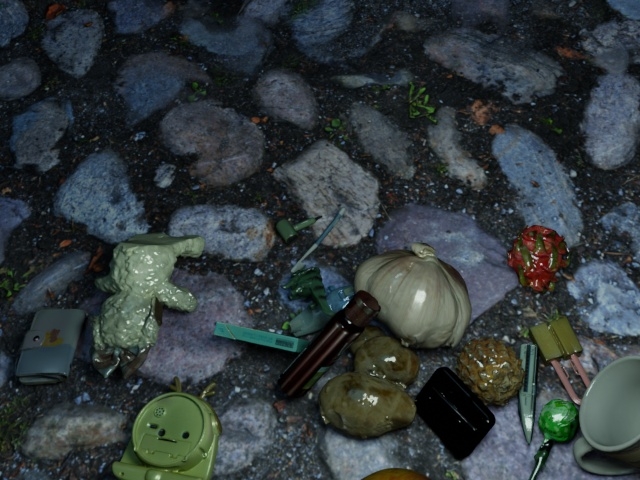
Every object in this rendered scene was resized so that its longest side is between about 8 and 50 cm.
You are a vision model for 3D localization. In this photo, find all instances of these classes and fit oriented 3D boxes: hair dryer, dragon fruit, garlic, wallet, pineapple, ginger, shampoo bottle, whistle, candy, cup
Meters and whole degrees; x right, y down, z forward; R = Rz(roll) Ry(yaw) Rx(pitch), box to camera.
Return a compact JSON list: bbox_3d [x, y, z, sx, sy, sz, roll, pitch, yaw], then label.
[{"bbox_3d":[-0.056,-0.045,2.139,0.150,0.047,0.071,-23,55,-21],"label":"hair dryer"},{"bbox_3d":[0.590,0.054,1.896,0.160,0.166,0.172,14,78,37],"label":"dragon fruit"},{"bbox_3d":[0.245,0.140,1.812,0.241,0.322,0.322,-45,56,8],"label":"garlic"},{"bbox_3d":[-0.767,0.300,1.985,0.170,0.069,0.231,-1,48,3],"label":"wallet"},{"bbox_3d":[0.410,0.315,1.731,0.166,0.166,0.193,-23,29,-7],"label":"pineapple"},{"bbox_3d":[0.138,0.349,1.761,0.245,0.155,0.304,7,48,23],"label":"ginger"},{"bbox_3d":[0.025,0.260,1.741,0.084,0.129,0.323,47,112,17],"label":"shampoo bottle"},{"bbox_3d":[0.038,0.191,1.924,0.269,0.093,0.180,-26,47,-2],"label":"whistle"},{"bbox_3d":[0.509,0.515,1.620,0.097,0.097,0.323,25,69,24],"label":"candy"},{"bbox_3d":[0.721,0.440,1.549,0.257,0.301,0.227,35,28,-13],"label":"cup"}]

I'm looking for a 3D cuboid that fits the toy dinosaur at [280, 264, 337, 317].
[{"bbox_3d":[-0.039,0.142,1.897,0.120,0.079,0.292,-28,26,2],"label":"toy dinosaur"}]

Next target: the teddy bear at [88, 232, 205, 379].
[{"bbox_3d":[-0.504,0.174,2.012,0.328,0.375,0.362,4,97,12],"label":"teddy bear"}]

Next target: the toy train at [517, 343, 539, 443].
[{"bbox_3d":[0.509,0.379,1.723,0.048,0.055,0.251,6,55,14],"label":"toy train"}]

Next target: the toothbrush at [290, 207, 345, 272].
[{"bbox_3d":[0.000,0.000,2.103,0.025,0.019,0.275,29,64,21],"label":"toothbrush"}]

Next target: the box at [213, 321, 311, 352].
[{"bbox_3d":[-0.148,0.262,1.852,0.229,0.162,0.041,10,81,15],"label":"box"}]

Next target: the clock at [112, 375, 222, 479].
[{"bbox_3d":[-0.370,0.486,1.766,0.235,0.096,0.308,5,54,14],"label":"clock"}]

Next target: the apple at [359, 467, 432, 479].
[{"bbox_3d":[0.166,0.646,1.423,0.340,0.339,0.339,-4,54,6],"label":"apple"}]

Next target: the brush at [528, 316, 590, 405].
[{"bbox_3d":[0.622,0.312,1.760,0.103,0.047,0.233,-16,55,-3],"label":"brush"}]

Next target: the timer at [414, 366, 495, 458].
[{"bbox_3d":[0.316,0.415,1.682,0.055,0.144,0.187,0,37,-47],"label":"timer"}]
